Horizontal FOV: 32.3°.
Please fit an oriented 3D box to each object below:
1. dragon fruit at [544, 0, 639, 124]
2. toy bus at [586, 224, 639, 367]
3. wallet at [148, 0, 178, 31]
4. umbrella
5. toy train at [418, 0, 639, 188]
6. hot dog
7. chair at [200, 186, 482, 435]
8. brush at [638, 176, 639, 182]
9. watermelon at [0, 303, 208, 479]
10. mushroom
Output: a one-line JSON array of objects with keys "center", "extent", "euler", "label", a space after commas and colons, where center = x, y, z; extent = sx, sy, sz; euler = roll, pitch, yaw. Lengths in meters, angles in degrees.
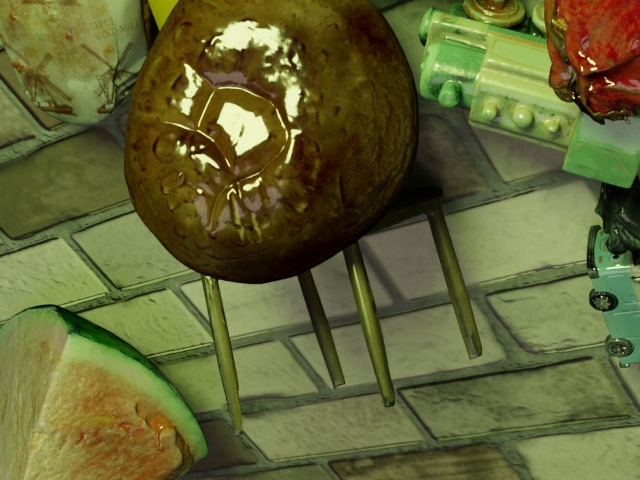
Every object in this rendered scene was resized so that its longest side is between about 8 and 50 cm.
[{"center": [0.223, -0.162, 0.645], "extent": [0.209, 0.172, 0.172], "euler": [-30, 124, -3], "label": "dragon fruit"}, {"center": [0.267, 0.044, 0.916], "extent": [0.074, 0.060, 0.123], "euler": [-9, 130, 25], "label": "toy bus"}, {"center": [-0.072, -0.228, 0.805], "extent": [0.141, 0.067, 0.241], "euler": [2, 137, 17], "label": "wallet"}, {"center": [0.322, -0.009, 0.831], "extent": [0.224, 0.080, 0.071], "euler": [5, 123, 7], "label": "umbrella"}, {"center": [0.156, -0.111, 0.766], "extent": [0.194, 0.125, 0.081], "euler": [16, 133, 9], "label": "toy train"}, {"center": [-0.206, -0.209, 0.872], "extent": [0.144, 0.075, 0.268], "euler": [6, 131, 13], "label": "hot dog"}, {"center": [0.000, 0.000, 0.926], "extent": [0.188, 0.166, 0.272], "euler": [-16, 90, 36], "label": "chair"}, {"center": [0.331, -0.103, 0.732], "extent": [0.272, 0.103, 0.013], "euler": [-27, 150, 32], "label": "brush"}, {"center": [-0.267, 0.224, 1.255], "extent": [0.222, 0.319, 0.292], "euler": [11, -174, -27], "label": "watermelon"}, {"center": [-0.037, -0.076, 0.761], "extent": [0.194, 0.138, 0.231], "euler": [16, 103, 18], "label": "mushroom"}]
